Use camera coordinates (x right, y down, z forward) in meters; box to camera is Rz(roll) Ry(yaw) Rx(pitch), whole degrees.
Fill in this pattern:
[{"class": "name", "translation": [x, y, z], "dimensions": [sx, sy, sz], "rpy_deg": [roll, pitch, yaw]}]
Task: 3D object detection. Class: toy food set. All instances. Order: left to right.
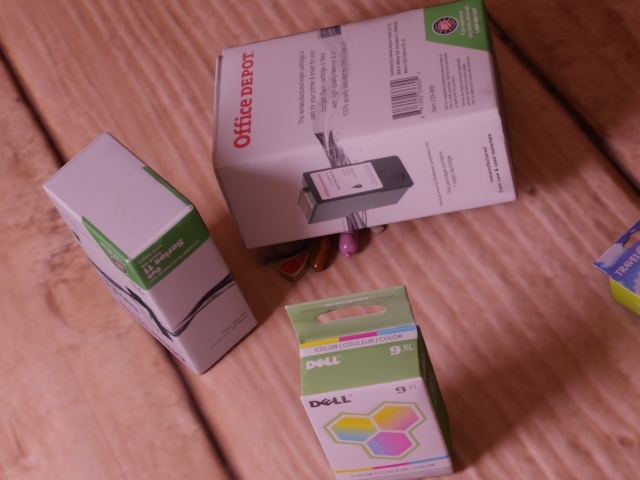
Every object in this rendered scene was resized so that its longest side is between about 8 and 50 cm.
[{"class": "toy food set", "translation": [0.000, 0.000, 1.705], "dimensions": [0.122, 0.019, 0.078], "rpy_deg": [-33, 51, -11]}]

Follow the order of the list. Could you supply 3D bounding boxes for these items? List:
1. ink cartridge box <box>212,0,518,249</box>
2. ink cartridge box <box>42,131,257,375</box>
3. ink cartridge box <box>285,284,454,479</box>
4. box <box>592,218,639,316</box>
[{"class": "ink cartridge box", "translation": [0.044, -0.123, 1.708], "dimensions": [0.289, 0.121, 0.211], "rpy_deg": [-10, 41, 9]}, {"class": "ink cartridge box", "translation": [-0.163, 0.016, 1.619], "dimensions": [0.087, 0.208, 0.153], "rpy_deg": [-42, 52, -14]}, {"class": "ink cartridge box", "translation": [0.046, 0.134, 1.461], "dimensions": [0.109, 0.209, 0.062], "rpy_deg": [-10, 48, 9]}, {"class": "box", "translation": [0.357, 0.044, 1.550], "dimensions": [0.109, 0.042, 0.178], "rpy_deg": [-41, 53, -18]}]
